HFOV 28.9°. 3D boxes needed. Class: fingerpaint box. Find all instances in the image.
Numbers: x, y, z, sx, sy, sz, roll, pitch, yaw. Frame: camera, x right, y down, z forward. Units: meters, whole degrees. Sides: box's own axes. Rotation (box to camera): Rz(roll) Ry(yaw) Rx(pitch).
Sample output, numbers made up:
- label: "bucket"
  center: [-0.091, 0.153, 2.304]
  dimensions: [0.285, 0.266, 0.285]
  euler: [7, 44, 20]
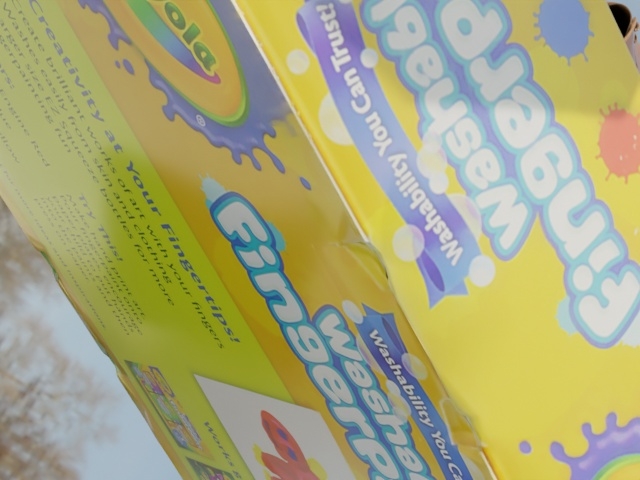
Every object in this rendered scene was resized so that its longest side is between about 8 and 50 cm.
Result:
- label: "fingerpaint box"
  center: [0.000, 0.000, 0.630]
  dimensions: [0.163, 0.444, 0.371]
  euler: [-37, -163, -26]

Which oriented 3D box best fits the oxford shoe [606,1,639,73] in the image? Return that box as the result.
- label: "oxford shoe"
  center: [0.221, -0.146, 0.955]
  dimensions: [0.076, 0.076, 0.212]
  euler: [-54, 163, 25]
